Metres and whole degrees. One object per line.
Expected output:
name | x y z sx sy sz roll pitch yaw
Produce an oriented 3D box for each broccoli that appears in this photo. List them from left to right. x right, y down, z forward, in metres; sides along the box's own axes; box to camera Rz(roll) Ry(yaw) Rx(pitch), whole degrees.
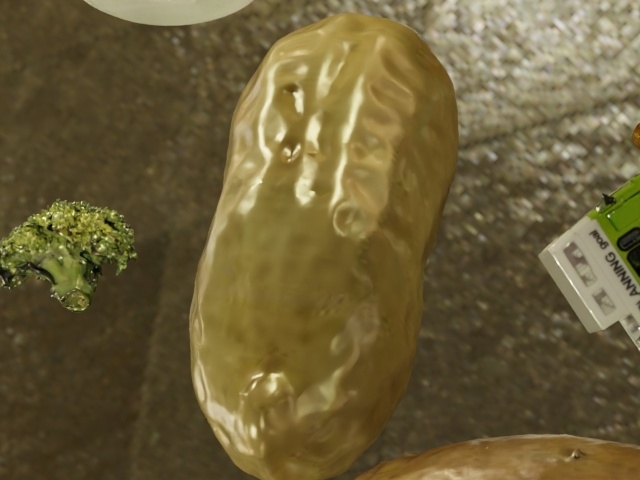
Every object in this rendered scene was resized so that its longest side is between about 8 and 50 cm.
broccoli | -0.207 0.013 1.396 0.095 0.097 0.092 -46 43 39

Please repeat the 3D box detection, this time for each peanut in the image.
peanut | 0.000 0.000 1.241 0.170 0.192 0.387 12 55 3

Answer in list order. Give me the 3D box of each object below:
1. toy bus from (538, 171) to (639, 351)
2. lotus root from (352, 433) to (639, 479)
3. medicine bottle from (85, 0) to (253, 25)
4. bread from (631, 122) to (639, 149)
toy bus | 0.350 0.087 1.691 0.139 0.113 0.301 -34 85 -2
lotus root | 0.051 0.184 0.641 0.192 0.272 0.272 18 77 21
medicine bottle | -0.100 -0.281 1.124 0.143 0.143 0.258 -20 61 32
bread | 0.264 -0.085 0.941 0.149 0.158 0.143 26 103 22
